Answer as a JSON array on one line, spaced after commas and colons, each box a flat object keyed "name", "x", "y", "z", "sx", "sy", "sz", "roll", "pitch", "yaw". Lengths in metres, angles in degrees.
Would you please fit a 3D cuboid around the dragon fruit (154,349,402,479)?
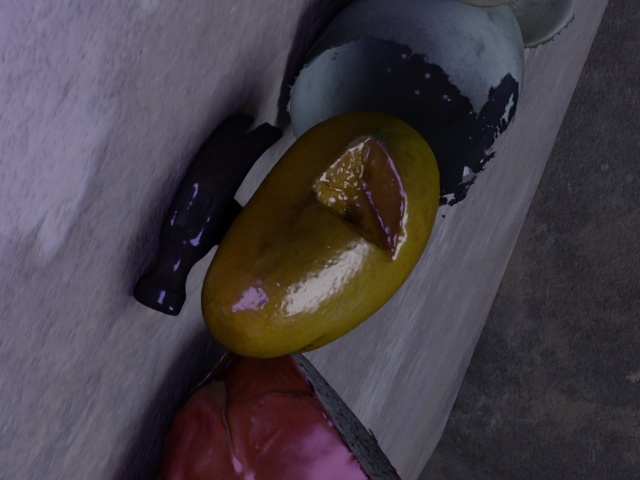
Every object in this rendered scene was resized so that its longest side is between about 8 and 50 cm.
[{"name": "dragon fruit", "x": -0.046, "y": 0.251, "z": 1.600, "sx": 0.226, "sy": 0.305, "sz": 0.305, "roll": -37, "pitch": 168, "yaw": 1}]

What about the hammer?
[{"name": "hammer", "x": -0.060, "y": -0.001, "z": 1.516, "sx": 0.168, "sy": 0.044, "sz": 0.440, "roll": -64, "pitch": 170, "yaw": -2}]

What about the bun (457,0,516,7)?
[{"name": "bun", "x": 0.127, "y": -0.312, "z": 1.441, "sx": 0.244, "sy": 0.153, "sz": 0.244, "roll": -22, "pitch": 116, "yaw": -55}]

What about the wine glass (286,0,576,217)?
[{"name": "wine glass", "x": 0.109, "y": -0.173, "z": 1.575, "sx": 0.357, "sy": 0.190, "sz": 0.190, "roll": -58, "pitch": 167, "yaw": -49}]

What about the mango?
[{"name": "mango", "x": 0.000, "y": 0.000, "z": 1.349, "sx": 0.262, "sy": 0.130, "sz": 0.167, "roll": -49, "pitch": 160, "yaw": -38}]
